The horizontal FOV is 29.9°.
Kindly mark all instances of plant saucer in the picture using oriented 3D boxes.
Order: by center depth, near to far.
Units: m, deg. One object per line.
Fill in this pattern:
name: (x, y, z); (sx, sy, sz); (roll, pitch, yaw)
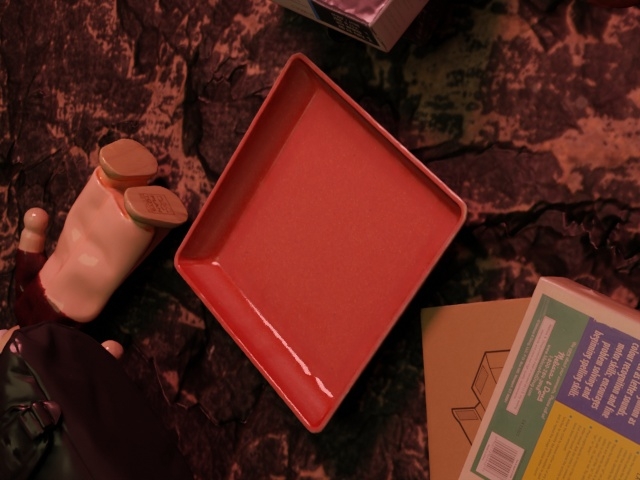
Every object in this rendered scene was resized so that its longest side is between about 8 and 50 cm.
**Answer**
plant saucer: (0.000, 0.000, 1.117); (0.258, 0.048, 0.259); (46, 116, 33)

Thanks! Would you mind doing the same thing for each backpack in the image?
backpack: (-0.305, 0.272, 1.227); (0.356, 0.273, 0.290); (-36, 86, 19)

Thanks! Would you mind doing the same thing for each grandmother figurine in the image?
grandmother figurine: (-0.272, 0.061, 1.314); (0.342, 0.104, 0.207); (-49, 52, 29)

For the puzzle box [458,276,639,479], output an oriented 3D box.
puzzle box: (0.214, 0.262, 0.887); (0.272, 0.052, 0.408); (27, 103, 32)

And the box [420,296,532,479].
box: (0.159, 0.148, 0.984); (0.164, 0.021, 0.201); (-9, 79, 39)

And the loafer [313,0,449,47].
loafer: (0.016, -0.223, 1.104); (0.223, 0.076, 0.078); (16, 86, 37)

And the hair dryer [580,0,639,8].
hair dryer: (0.233, -0.280, 0.872); (0.293, 0.080, 0.223); (40, 114, 56)

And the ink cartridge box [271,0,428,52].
ink cartridge box: (0.039, -0.283, 1.050); (0.206, 0.045, 0.208); (30, 76, 36)
